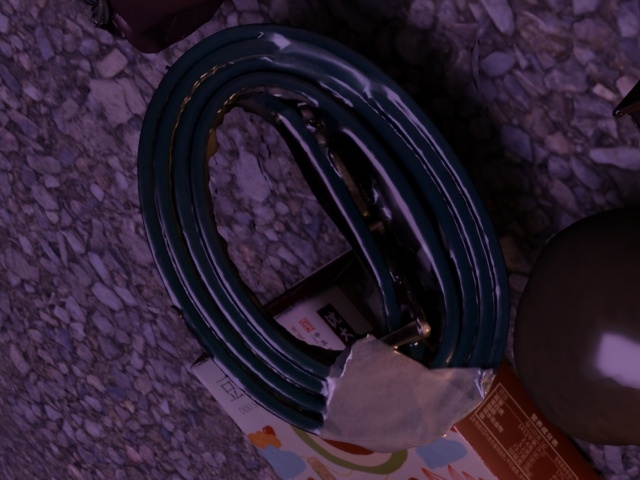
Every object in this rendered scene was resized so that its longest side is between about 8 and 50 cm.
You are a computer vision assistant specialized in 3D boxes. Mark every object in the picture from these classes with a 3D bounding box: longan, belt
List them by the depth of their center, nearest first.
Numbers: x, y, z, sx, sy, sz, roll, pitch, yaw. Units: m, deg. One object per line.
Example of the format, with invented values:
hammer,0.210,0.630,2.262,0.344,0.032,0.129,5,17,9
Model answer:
longan,0.292,0.086,1.281,0.246,0.215,0.246,50,162,23
belt,-0.001,-0.001,1.395,0.436,0.300,0.173,57,-179,-1

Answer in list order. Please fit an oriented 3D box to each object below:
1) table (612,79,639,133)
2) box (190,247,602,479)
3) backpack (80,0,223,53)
table,0.367,-0.086,1.098,0.193,0.169,0.172,53,142,-10
box,0.079,0.215,1.665,0.385,0.122,0.344,51,142,-5
backpack,-0.170,-0.355,1.339,0.317,0.197,0.283,57,145,-7
